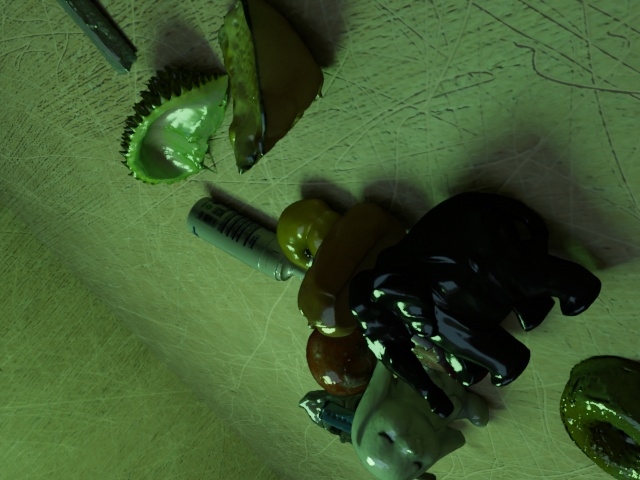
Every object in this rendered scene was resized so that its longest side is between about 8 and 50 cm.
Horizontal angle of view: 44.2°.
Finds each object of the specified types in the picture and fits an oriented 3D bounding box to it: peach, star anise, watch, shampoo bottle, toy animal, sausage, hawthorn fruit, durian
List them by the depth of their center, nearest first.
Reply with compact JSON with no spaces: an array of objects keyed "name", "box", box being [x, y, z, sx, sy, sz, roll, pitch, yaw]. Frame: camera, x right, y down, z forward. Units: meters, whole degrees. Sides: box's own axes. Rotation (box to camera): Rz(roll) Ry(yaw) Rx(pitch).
[{"name":"sausage","box":[0.051,0.051,1.338,0.120,0.241,0.136,31,179,-36]},{"name":"peach","box":[0.000,0.000,1.471,0.179,0.103,0.179,30,150,20]},{"name":"durian","box":[-0.276,-0.198,1.472,0.170,0.157,0.355,23,155,-2]},{"name":"toy animal","box":[0.188,0.390,1.666,0.272,0.265,0.206,43,156,-11]},{"name":"shampoo bottle","box":[-0.147,0.007,1.698,0.303,0.092,0.092,28,152,23]},{"name":"hawthorn fruit","box":[0.048,0.261,1.761,0.173,0.173,0.172,31,154,18]},{"name":"watch","box":[0.150,0.420,1.828,0.275,0.068,0.276,37,-162,8]},{"name":"star anise","box":[0.120,0.460,1.992,0.360,0.139,0.316,24,-165,-3]}]

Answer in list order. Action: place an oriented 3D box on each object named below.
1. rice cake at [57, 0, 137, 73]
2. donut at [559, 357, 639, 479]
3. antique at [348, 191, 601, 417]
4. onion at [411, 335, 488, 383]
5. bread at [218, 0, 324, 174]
[{"name":"rice cake","box":[-0.437,-0.419,1.443,0.270,0.049,0.055,50,167,-24]},{"name":"donut","box":[0.510,0.313,1.288,0.272,0.107,0.272,32,152,19]},{"name":"antique","box":[0.202,0.078,1.158,0.255,0.322,0.185,39,-165,-7]},{"name":"onion","box":[0.199,0.151,1.383,0.248,0.161,0.248,42,159,20]},{"name":"bread","box":[-0.066,-0.226,1.155,0.174,0.133,0.251,144,121,-61]}]
